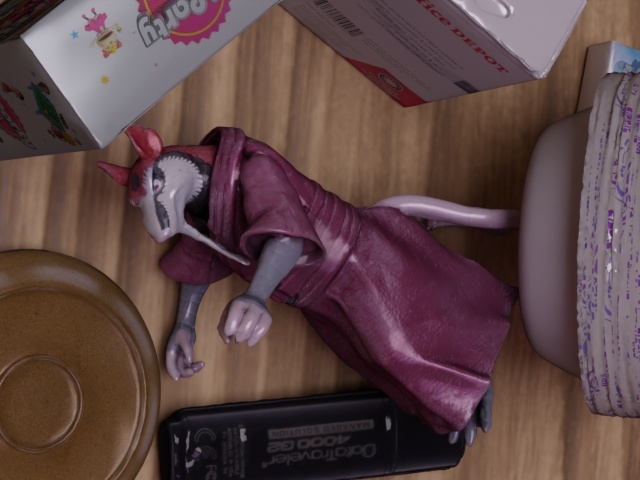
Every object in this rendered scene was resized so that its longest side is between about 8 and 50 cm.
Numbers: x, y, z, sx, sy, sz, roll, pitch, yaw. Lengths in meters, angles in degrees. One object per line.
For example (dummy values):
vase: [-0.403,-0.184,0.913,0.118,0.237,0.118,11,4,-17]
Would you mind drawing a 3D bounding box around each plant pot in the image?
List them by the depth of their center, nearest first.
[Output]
plant pot: [-0.223,0.125,1.477,0.236,0.032,0.236,-2,94,-31]

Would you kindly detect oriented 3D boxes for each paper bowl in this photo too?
paper bowl: [0.248,0.004,1.567,0.148,0.284,0.284,3,87,16]

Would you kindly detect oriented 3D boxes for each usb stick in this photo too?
usb stick: [-0.001,0.166,1.593,0.278,0.045,0.077,-3,97,-26]

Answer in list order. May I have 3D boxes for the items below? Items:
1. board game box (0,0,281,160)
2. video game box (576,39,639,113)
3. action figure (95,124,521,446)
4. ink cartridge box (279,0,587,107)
board game box: [-0.154,-0.158,1.379,0.224,0.303,0.097,-41,108,-22]
video game box: [0.313,-0.060,1.751,0.187,0.048,0.205,15,83,-27]
action figure: [0.000,0.000,1.485,0.370,0.248,0.276,36,73,-24]
ink cartridge box: [0.087,-0.197,1.546,0.158,0.218,0.092,38,73,-21]
